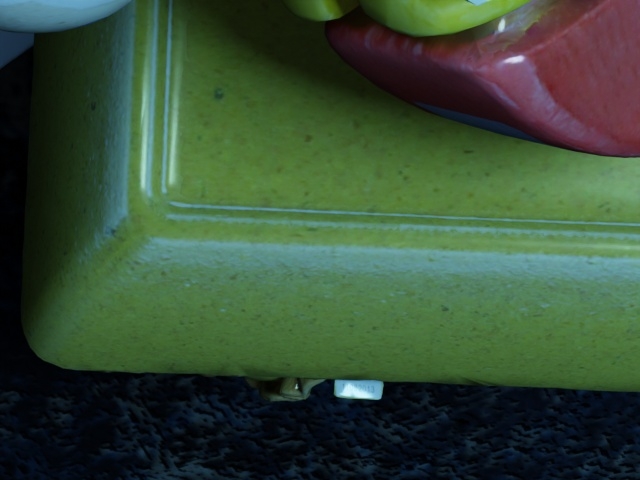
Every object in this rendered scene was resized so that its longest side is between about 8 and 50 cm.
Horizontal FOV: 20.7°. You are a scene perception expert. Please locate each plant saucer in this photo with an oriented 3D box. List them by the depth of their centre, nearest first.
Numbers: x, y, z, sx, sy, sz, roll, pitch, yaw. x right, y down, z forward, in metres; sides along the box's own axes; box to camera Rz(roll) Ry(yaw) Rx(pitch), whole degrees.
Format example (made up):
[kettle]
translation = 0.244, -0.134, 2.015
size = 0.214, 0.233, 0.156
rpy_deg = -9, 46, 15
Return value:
[plant saucer]
translation = 0.053, -0.110, 0.647
size = 0.333, 0.081, 0.332
rpy_deg = 2, 89, 2

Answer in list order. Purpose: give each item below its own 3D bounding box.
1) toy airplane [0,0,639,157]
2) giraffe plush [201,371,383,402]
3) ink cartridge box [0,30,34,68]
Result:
[toy airplane]
translation = -0.021, -0.175, 0.416
size = 0.384, 0.272, 0.386
rpy_deg = 38, 164, 4
[giraffe plush]
translation = 0.000, 0.000, 0.802
size = 0.181, 0.210, 0.170
rpy_deg = 24, 152, -11
[ink cartridge box]
translation = -0.146, -0.132, 0.772
size = 0.122, 0.052, 0.088
rpy_deg = -31, 117, 21
